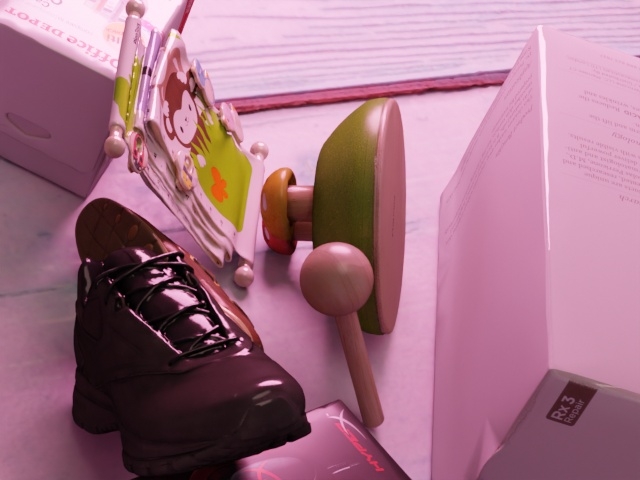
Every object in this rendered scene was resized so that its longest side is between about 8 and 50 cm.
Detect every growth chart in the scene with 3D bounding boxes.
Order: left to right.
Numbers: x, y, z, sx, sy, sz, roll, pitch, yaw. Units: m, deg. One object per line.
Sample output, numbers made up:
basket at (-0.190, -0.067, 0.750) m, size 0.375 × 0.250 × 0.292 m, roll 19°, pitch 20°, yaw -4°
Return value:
growth chart at (-0.098, -0.075, 1.434) m, size 0.021 × 0.237 × 0.172 m, roll -13°, pitch 55°, yaw 21°

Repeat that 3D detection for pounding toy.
pounding toy at (0.000, 0.000, 1.438) m, size 0.110 × 0.183 × 0.237 m, roll 1°, pitch 46°, yaw 9°

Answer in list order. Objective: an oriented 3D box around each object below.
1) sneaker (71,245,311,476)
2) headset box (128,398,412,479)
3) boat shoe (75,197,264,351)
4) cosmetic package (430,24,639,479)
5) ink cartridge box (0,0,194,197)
sneaker at (-0.101, 0.071, 1.215) m, size 0.109 × 0.130 × 0.286 m, roll -14°, pitch 12°, yaw -28°
headset box at (-0.047, 0.246, 1.174) m, size 0.293 × 0.110 × 0.218 m, roll -17°, pitch 51°, yaw -38°
boat shoe at (-0.112, 0.038, 1.403) m, size 0.178 × 0.064 × 0.060 m, roll 43°, pitch 14°, yaw 15°
cosmetic package at (0.192, 0.045, 1.433) m, size 0.156 × 0.217 × 0.385 m, roll 16°, pitch 45°, yaw -12°
ink cartridge box at (-0.193, -0.150, 1.490) m, size 0.128 × 0.127 × 0.176 m, roll 26°, pitch 43°, yaw -2°
